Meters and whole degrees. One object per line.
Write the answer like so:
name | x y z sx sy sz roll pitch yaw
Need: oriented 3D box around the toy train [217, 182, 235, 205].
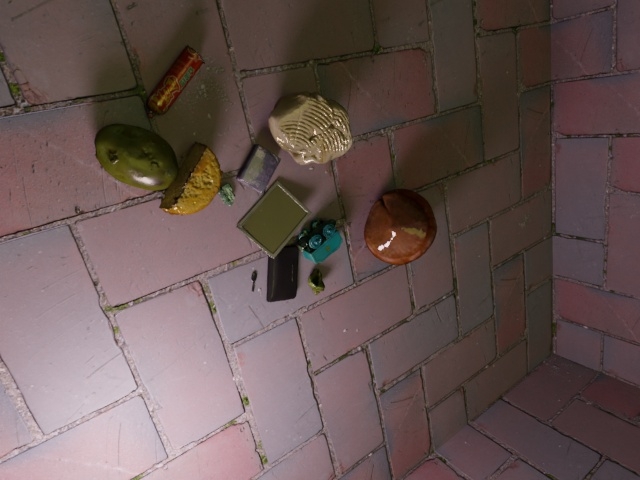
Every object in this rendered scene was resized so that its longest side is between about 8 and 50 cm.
toy train | -0.346 -0.169 1.523 0.053 0.033 0.083 -41 120 -23

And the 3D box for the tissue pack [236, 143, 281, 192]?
tissue pack | -0.235 -0.273 1.563 0.113 0.051 0.156 30 84 -31

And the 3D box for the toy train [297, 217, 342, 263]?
toy train | 0.000 0.000 1.747 0.198 0.107 0.154 -39 127 -21

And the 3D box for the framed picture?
framed picture | -0.181 -0.083 1.635 0.197 0.014 0.252 43 76 -17

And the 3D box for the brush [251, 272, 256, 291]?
brush | -0.270 0.169 1.662 0.024 0.008 0.083 -2 102 -34

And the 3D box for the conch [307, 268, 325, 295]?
conch | -0.018 0.179 1.787 0.089 0.074 0.121 41 51 -67

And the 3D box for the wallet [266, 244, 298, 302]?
wallet | -0.155 0.133 1.710 0.149 0.044 0.249 -2 101 -36

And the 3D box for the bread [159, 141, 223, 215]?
bread | -0.423 -0.191 1.397 0.147 0.161 0.260 34 75 -40

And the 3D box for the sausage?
sausage | -0.481 -0.506 1.337 0.083 0.083 0.263 37 81 -33

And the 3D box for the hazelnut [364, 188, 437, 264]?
hazelnut | 0.369 -0.053 1.866 0.372 0.316 0.372 -37 148 -28

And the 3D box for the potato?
potato | -0.574 -0.261 1.290 0.253 0.149 0.186 40 63 -24

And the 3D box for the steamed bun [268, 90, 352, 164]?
steamed bun | -0.052 -0.432 1.562 0.290 0.203 0.275 -21 121 -13
